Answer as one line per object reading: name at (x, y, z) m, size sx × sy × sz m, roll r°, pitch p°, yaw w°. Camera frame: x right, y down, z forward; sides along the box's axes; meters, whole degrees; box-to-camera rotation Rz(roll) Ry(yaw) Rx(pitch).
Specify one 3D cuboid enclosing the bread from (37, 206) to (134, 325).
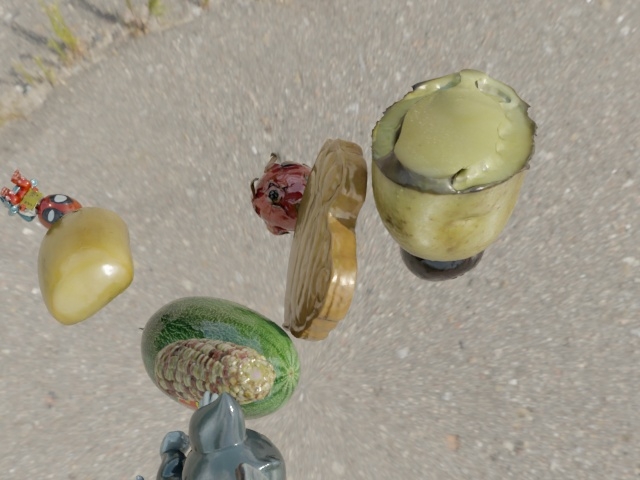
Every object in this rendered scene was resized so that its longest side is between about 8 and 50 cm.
bread at (-0.346, 0.024, 1.528) m, size 0.147 × 0.217 × 0.098 m, roll -40°, pitch 117°, yaw 1°

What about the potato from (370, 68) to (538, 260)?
potato at (0.179, -0.083, 1.475) m, size 0.242 × 0.242 × 0.285 m, roll 14°, pitch 40°, yaw 1°

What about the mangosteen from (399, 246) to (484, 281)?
mangosteen at (0.201, -0.005, 1.787) m, size 0.152 × 0.152 × 0.152 m, roll 0°, pitch 82°, yaw -1°

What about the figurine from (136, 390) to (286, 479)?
figurine at (-0.148, 0.285, 1.292) m, size 0.265 × 0.140 × 0.193 m, roll -16°, pitch 83°, yaw 25°

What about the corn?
corn at (-0.142, 0.172, 1.397) m, size 0.086 × 0.253 × 0.086 m, roll 2°, pitch 86°, yaw -31°

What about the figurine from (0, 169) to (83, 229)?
figurine at (-0.440, -0.052, 1.695) m, size 0.140 × 0.075 × 0.068 m, roll 31°, pitch 69°, yaw -10°

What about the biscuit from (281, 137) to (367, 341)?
biscuit at (0.000, 0.000, 1.605) m, size 0.057 × 0.351 × 0.312 m, roll 10°, pitch 92°, yaw -11°

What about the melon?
melon at (-0.166, 0.179, 1.653) m, size 0.287 × 0.182 × 0.182 m, roll 19°, pitch 81°, yaw 28°

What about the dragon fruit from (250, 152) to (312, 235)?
dragon fruit at (-0.058, -0.073, 1.827) m, size 0.136 × 0.166 × 0.133 m, roll 31°, pitch 103°, yaw 15°

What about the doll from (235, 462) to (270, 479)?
doll at (0.011, 0.253, 0.833) m, size 0.219 × 0.091 × 0.067 m, roll 32°, pitch 125°, yaw -4°
